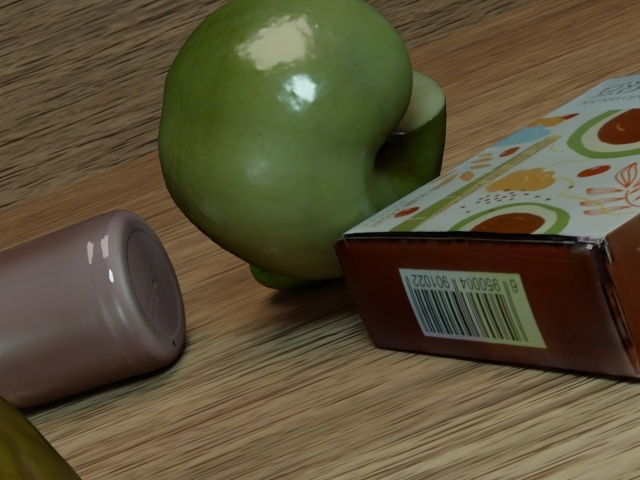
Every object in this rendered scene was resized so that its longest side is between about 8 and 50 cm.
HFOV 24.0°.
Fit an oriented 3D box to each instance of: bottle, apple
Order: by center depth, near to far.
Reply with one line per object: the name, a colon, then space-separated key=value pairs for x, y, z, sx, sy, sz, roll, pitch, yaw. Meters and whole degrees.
apple: x=-0.020 y=-0.106 z=1.482 sx=0.254 sy=0.292 sz=0.292 roll=10 pitch=30 yaw=30
bottle: x=-0.301 y=0.095 z=1.609 sx=0.297 sy=0.173 sz=0.206 roll=-20 pitch=-16 yaw=13

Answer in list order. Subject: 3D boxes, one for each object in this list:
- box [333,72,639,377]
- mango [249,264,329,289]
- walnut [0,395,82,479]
box: x=0.265 y=-0.032 z=1.335 sx=0.385 sy=0.122 sz=0.344 roll=-30 pitch=17 yaw=-29
mango: x=0.002 y=-0.002 z=1.650 sx=0.163 sy=0.089 sz=0.117 roll=-17 pitch=12 yaw=14
walnut: x=-0.241 y=0.233 z=0.655 sx=0.354 sy=0.397 sz=0.308 roll=-22 pitch=-23 yaw=7
